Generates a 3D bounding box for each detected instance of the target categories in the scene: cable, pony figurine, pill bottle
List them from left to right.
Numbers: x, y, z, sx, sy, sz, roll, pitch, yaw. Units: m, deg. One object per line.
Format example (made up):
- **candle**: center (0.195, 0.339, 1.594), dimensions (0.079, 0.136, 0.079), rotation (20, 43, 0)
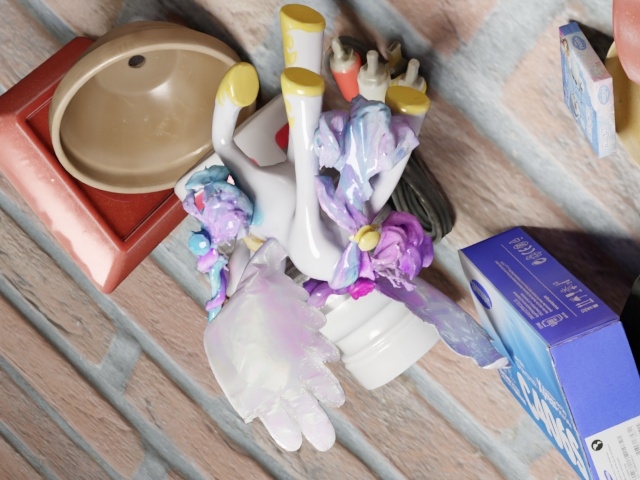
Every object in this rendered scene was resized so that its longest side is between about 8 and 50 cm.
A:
- **pony figurine**: center (0.000, 0.000, 1.815), dimensions (0.351, 0.303, 0.363), rotation (42, 133, 41)
- **pill bottle**: center (0.000, 0.005, 2.054), dimensions (0.318, 0.176, 0.176), rotation (50, 151, -6)
- **cable**: center (0.063, -0.105, 1.939), dimensions (0.139, 0.072, 0.287), rotation (23, 142, 30)

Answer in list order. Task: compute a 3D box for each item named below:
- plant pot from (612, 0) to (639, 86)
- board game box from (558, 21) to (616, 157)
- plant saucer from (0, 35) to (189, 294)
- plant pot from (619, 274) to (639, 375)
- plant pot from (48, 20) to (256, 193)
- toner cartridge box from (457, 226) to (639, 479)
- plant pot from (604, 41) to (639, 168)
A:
- **plant pot**: center (0.371, -0.158, 1.316), dimensions (0.265, 0.272, 0.272), rotation (29, 147, 44)
- **board game box**: center (0.242, -0.137, 1.678), dimensions (0.090, 0.020, 0.090), rotation (-114, 9, -47)
- **plant saucer**: center (-0.260, -0.103, 2.208), dimensions (0.047, 0.259, 0.258), rotation (-31, 102, 38)
- **plant pot**: center (0.375, 0.094, 1.691), dimensions (0.167, 0.188, 0.187), rotation (50, 155, 24)
- **plant pot**: center (-0.200, -0.171, 2.109), dimensions (0.237, 0.237, 0.110), rotation (89, 164, -50)
- **toner cartridge box**: center (0.229, 0.111, 1.796), dimensions (0.348, 0.075, 0.165), rotation (-124, 14, -74)
- **plant pot**: center (0.353, -0.105, 1.609), dimensions (0.236, 0.032, 0.236), rotation (33, 149, 24)
